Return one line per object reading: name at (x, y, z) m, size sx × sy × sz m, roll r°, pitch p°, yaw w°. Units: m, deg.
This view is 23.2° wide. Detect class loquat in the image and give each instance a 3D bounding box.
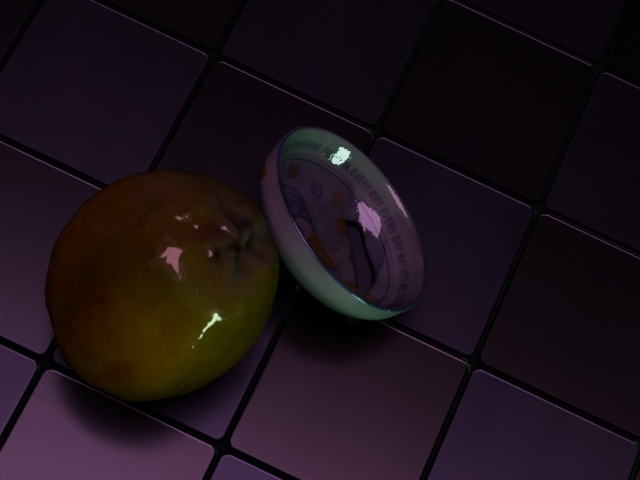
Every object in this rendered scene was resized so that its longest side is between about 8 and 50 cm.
loquat at (-0.195, 0.052, 1.887) m, size 0.276 × 0.284 × 0.276 m, roll 28°, pitch 45°, yaw -33°

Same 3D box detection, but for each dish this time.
dish at (0.000, 0.000, 2.016) m, size 0.273 × 0.133 × 0.273 m, roll 33°, pitch 38°, yaw -31°
